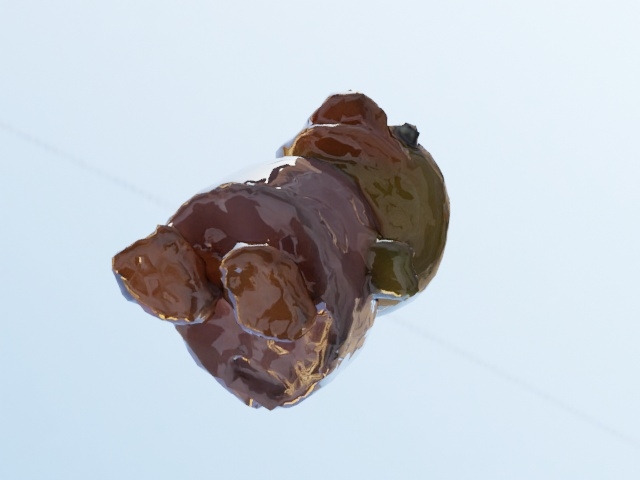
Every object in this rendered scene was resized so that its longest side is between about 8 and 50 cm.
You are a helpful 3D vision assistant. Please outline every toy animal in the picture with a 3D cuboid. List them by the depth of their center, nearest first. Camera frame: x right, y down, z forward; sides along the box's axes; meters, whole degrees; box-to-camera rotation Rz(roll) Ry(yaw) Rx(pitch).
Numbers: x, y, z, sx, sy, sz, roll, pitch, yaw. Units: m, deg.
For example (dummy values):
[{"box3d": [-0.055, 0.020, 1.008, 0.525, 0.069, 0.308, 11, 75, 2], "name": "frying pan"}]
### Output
[{"box3d": [0.001, 0.003, 1.252, 0.281, 0.195, 0.169, -46, -43, -48], "name": "toy animal"}]
